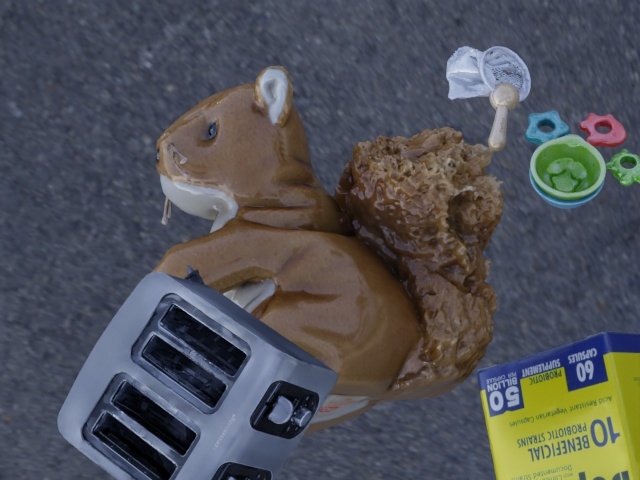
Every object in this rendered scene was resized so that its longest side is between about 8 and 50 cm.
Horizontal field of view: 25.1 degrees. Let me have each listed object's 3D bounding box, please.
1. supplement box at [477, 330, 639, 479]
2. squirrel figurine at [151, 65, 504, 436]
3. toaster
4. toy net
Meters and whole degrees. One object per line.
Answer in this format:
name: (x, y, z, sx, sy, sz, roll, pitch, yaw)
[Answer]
supplement box: (0.339, 0.300, 1.649, 0.194, 0.195, 0.357, -24, 69, 42)
squirrel figurine: (0.000, 0.000, 1.568, 0.397, 0.281, 0.370, -11, 71, -6)
toaster: (-0.106, 0.127, 1.187, 0.185, 0.110, 0.168, 33, 90, 23)
toy net: (0.206, -0.124, 1.352, 0.122, 0.045, 0.232, -27, 58, -14)
